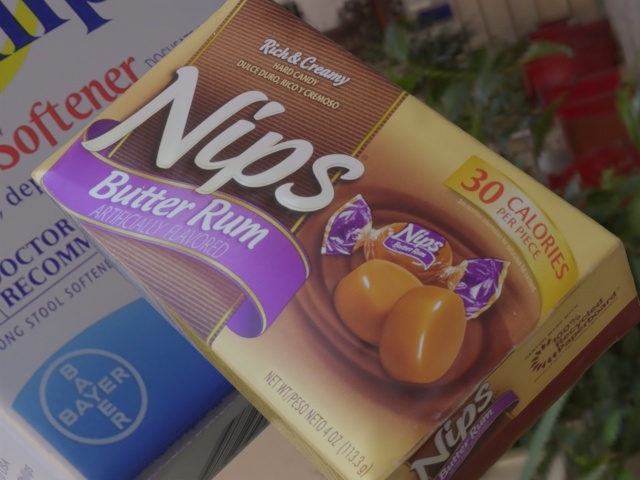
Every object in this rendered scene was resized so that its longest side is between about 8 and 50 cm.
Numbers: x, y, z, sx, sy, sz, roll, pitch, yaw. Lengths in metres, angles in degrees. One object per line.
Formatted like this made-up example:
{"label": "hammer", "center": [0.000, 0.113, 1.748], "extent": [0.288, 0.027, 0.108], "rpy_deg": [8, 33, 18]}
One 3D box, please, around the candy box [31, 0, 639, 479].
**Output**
{"label": "candy box", "center": [0.000, 0.000, 0.471], "extent": [0.187, 0.109, 0.053], "rpy_deg": [41, 169, 35]}

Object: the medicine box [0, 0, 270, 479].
{"label": "medicine box", "center": [-0.130, -0.016, 0.688], "extent": [0.289, 0.149, 0.263], "rpy_deg": [41, -128, 10]}
